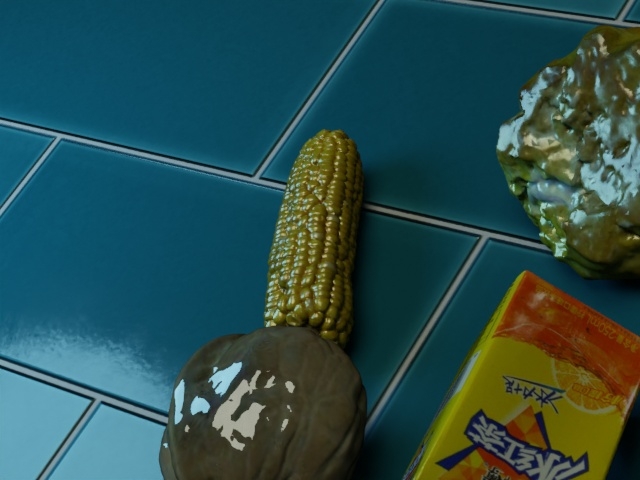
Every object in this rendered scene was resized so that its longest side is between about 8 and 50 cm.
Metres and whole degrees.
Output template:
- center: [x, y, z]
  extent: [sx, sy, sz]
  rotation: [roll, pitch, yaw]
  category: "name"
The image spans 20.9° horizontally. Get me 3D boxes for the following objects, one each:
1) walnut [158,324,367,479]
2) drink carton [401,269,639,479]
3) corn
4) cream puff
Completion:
- center: [-0.057, 0.188, 1.708]
  extent: [0.224, 0.224, 0.224]
  rotation: [-14, 46, 15]
  category: "walnut"
- center: [0.173, 0.187, 1.530]
  extent: [0.154, 0.111, 0.351]
  rotation: [31, 38, 4]
  category: "drink carton"
- center: [-0.005, 0.001, 1.924]
  extent: [0.102, 0.102, 0.313]
  rotation: [-11, 43, 18]
  category: "corn"
- center: [0.323, -0.087, 1.796]
  extent: [0.282, 0.185, 0.282]
  rotation: [0, 90, 40]
  category: "cream puff"
